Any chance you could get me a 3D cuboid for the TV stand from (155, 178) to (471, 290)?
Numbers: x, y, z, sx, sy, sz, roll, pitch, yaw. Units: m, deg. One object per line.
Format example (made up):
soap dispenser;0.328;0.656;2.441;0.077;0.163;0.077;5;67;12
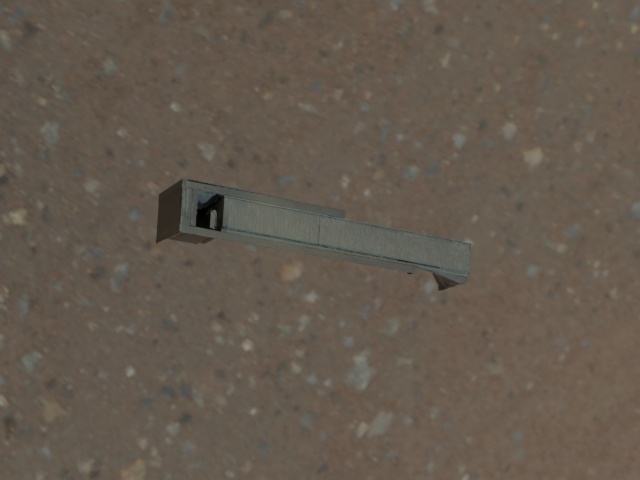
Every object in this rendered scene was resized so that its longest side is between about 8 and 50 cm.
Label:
TV stand;0.000;0.000;0.964;0.256;0.049;0.040;11;73;-29
